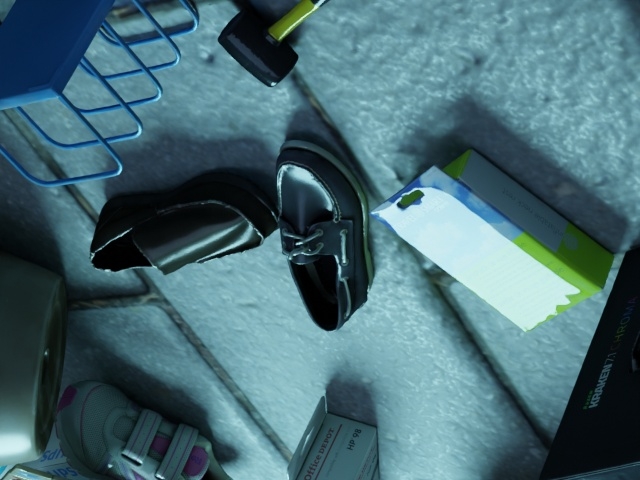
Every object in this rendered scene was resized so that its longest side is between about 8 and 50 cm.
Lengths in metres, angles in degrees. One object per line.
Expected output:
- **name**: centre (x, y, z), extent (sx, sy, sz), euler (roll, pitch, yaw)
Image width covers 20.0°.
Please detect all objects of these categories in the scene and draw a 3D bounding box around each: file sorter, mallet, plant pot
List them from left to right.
- **plant pot**: centre (-0.408, 0.109, 1.825), extent (0.280, 0.323, 0.323), euler (6, 143, 0)
- **file sorter**: centre (-0.188, -0.140, 1.443), extent (0.118, 0.170, 0.104), euler (-7, 137, 38)
- **mallet**: centre (-0.015, -0.187, 1.390), extent (0.062, 0.039, 0.190), euler (36, 139, -9)

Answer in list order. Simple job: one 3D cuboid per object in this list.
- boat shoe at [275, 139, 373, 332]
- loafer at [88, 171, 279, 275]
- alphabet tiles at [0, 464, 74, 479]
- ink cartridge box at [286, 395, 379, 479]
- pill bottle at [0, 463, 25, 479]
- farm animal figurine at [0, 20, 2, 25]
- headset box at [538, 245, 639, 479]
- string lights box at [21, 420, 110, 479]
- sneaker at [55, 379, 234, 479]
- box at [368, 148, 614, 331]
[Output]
- **boat shoe**: centre (0.000, 0.000, 1.587), extent (0.075, 0.065, 0.206), euler (9, 141, 24)
- **loafer**: centre (-0.126, -0.001, 1.655), extent (0.220, 0.078, 0.080), euler (-11, 130, 42)
- **alphabet tiles**: centre (-0.253, 0.289, 1.963), extent (0.198, 0.009, 0.237), euler (18, 160, -12)
- **ink cartridge box**: centre (0.015, 0.254, 1.868), extent (0.060, 0.104, 0.180), euler (16, 144, 16)
- **pill bottle**: centre (-0.401, 0.281, 2.136), extent (0.146, 0.146, 0.264), euler (1, 137, 32)
- **farm animal figurine**: centre (-0.419, -0.067, 1.607), extent (0.330, 0.326, 0.172), euler (3, 160, 38)
- **headset box**: centre (0.325, 0.154, 1.420), extent (0.283, 0.246, 0.131), euler (44, 142, -21)
- **string lights box**: centre (-0.212, 0.312, 2.113), extent (0.133, 0.076, 0.259), euler (-15, 128, 43)
- **sneaker**: centre (-0.180, 0.231, 1.979), extent (0.111, 0.103, 0.252), euler (-13, 137, 41)
- **box**: centre (0.142, -0.003, 1.511), extent (0.178, 0.042, 0.109), euler (36, 143, -13)
